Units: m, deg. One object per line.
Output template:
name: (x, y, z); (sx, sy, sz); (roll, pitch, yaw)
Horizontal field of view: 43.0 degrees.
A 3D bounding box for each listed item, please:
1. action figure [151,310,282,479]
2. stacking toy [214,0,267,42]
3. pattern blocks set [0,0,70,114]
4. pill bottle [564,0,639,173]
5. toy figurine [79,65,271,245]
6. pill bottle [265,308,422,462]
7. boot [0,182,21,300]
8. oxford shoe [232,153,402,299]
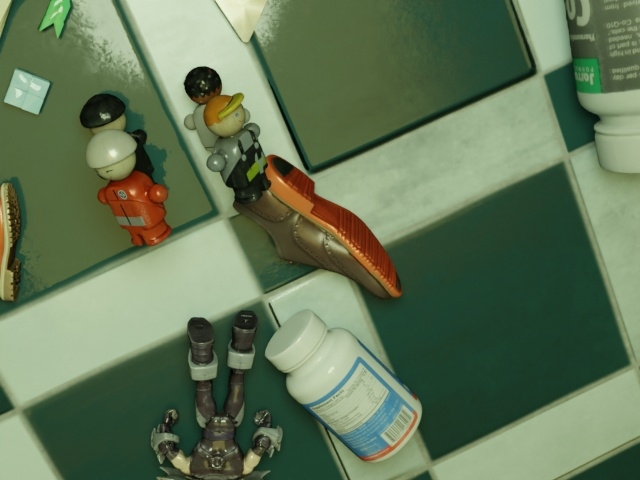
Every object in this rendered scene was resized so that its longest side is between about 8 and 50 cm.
action figure: (-0.141, 0.248, 1.150); (0.185, 0.099, 0.285); (1, 106, -18)
stacking toy: (-0.079, -0.419, 0.990); (0.279, 0.130, 0.309); (-45, 106, 1)
pattern blocks set: (-0.471, -0.285, 0.969); (0.325, 0.026, 0.285); (9, 103, -23)
pill bottle: (0.436, -0.284, 1.079); (0.204, 0.204, 0.361); (-15, 104, -7)
toy figurine: (-0.180, -0.117, 0.995); (0.210, 0.213, 0.148); (-22, 119, -4)
pill bottle: (0.030, 0.202, 1.154); (0.124, 0.124, 0.221); (-44, 106, 1)
boot: (-0.435, 0.000, 1.056); (0.085, 0.059, 0.158); (7, 102, -7)
oxford shoe: (0.000, 0.000, 1.131); (0.271, 0.097, 0.098); (42, 112, -12)
